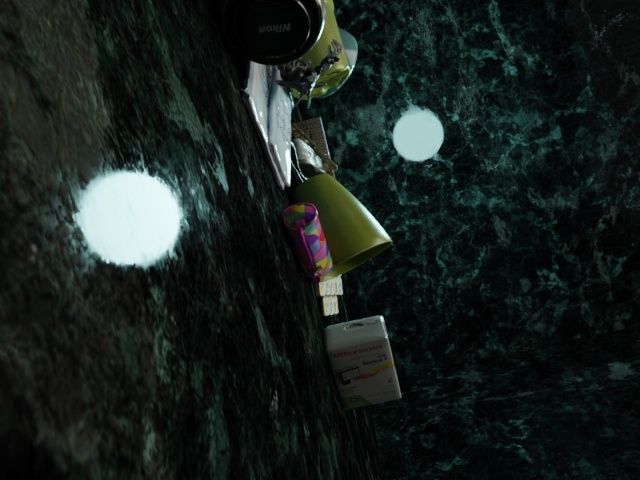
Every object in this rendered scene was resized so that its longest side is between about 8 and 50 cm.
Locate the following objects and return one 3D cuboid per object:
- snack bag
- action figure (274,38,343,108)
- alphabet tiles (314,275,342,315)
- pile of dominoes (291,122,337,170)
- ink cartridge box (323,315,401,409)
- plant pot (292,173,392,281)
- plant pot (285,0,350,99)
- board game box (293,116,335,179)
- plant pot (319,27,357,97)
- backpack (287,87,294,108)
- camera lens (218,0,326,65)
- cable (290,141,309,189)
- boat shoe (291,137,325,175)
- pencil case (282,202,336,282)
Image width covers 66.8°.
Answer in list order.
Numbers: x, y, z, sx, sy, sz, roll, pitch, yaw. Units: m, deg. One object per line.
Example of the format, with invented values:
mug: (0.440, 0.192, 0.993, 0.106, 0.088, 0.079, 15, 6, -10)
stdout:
snack bag: (-0.127, -0.358, 1.267, 0.342, 0.037, 0.322, 70, 17, -56)
action figure: (-0.042, -0.488, 1.245, 0.141, 0.164, 0.275, 5, -78, 62)
alphabet tiles: (0.031, 0.129, 1.749, 0.284, 0.021, 0.277, 17, 68, -71)
pile of dominoes: (-0.033, -0.348, 1.885, 0.251, 0.040, 0.196, 45, 2, 3)
ink cartridge box: (0.139, 0.405, 1.599, 0.117, 0.202, 0.278, -96, 172, -61)
plant pot: (0.038, -0.057, 1.549, 0.293, 0.275, 0.275, 62, 1, 11)
plant pot: (-0.042, -0.567, 1.420, 0.276, 0.276, 0.253, 0, 66, -86)
board game box: (-0.025, -0.394, 2.317, 0.291, 0.141, 0.231, 70, 8, -61)
plant pot: (-0.024, -0.748, 1.946, 0.196, 0.290, 0.290, 20, 50, -44)
backpack: (-0.128, -0.459, 1.529, 0.114, 0.084, 0.105, -106, 179, -45)
camera lens: (-0.112, -0.537, 1.050, 0.219, 0.220, 0.274, 71, 7, -56)
cable: (-0.086, -0.204, 1.645, 0.287, 0.072, 0.139, 52, 54, -47)
boat shoe: (-0.055, -0.297, 1.826, 0.320, 0.118, 0.102, 11, 70, -78)
pencil case: (-0.030, 0.007, 1.319, 0.236, 0.105, 0.104, 71, 7, -45)
